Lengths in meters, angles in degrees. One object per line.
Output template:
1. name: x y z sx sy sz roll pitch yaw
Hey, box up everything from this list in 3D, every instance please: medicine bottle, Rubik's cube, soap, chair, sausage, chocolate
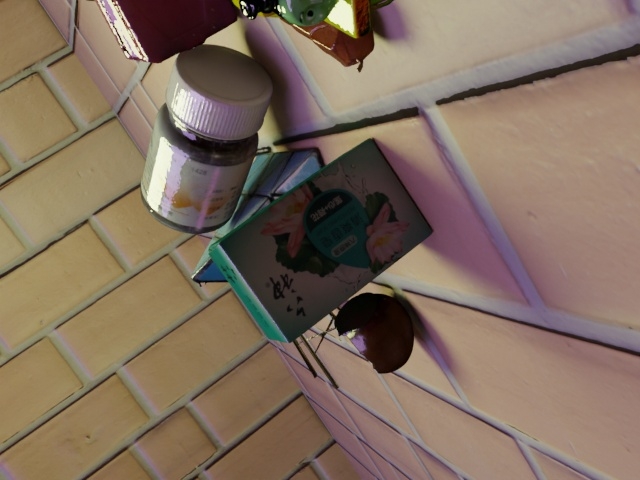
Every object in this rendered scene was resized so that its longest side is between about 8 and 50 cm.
1. medicine bottle: -0.183 -0.153 1.106 0.165 0.165 0.273 48 137 22
2. Rubik's cube: -0.068 -0.038 1.225 0.228 0.229 0.233 4 95 24
3. soap: -0.246 -0.382 0.971 0.099 0.162 0.250 30 151 57
4. chair: -0.036 0.148 1.526 0.325 0.160 0.170 56 163 -13
5. sausage: -0.002 -0.238 0.736 0.169 0.065 0.065 44 162 31
6. chocolate: 0.101 0.161 1.196 0.127 0.124 0.133 -8 141 46

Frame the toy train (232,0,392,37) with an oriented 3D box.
1. toy train: -0.049 -0.268 0.635 0.296 0.160 0.100 42 154 39

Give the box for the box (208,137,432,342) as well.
1. box: 0.000 0.000 0.902 0.153 0.245 0.092 55 163 -7
